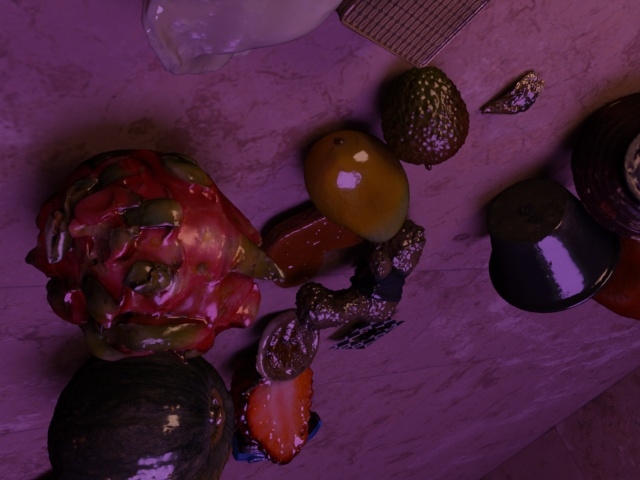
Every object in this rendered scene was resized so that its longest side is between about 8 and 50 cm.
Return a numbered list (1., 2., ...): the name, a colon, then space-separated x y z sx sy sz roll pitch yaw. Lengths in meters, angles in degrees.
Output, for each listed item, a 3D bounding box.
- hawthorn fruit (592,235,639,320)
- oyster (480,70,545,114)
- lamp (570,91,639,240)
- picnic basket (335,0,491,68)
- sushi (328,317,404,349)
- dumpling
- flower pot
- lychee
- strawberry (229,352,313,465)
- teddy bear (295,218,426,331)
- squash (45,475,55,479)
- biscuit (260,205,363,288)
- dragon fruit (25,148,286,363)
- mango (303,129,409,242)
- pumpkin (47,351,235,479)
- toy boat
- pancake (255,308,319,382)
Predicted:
1. hawthorn fruit: 0.671 0.044 1.509 0.287 0.287 0.330 -17 164 -16
2. oyster: 0.277 -0.200 1.030 0.093 0.034 0.051 -38 141 27
3. lamp: 0.526 -0.118 1.166 0.247 0.247 0.247 -19 149 -12
4. picnic basket: 0.085 -0.260 0.739 0.115 0.079 0.164 -43 146 26
5. sushi: 0.091 0.183 1.484 0.126 0.026 0.120 -39 150 29
6. dumpling: -0.055 -0.227 0.624 0.258 0.147 0.193 -44 176 -32
7. flower pot: 0.379 -0.011 1.253 0.235 0.235 0.148 -33 129 11
8. lychee: 0.133 -0.151 0.917 0.114 0.114 0.146 -21 130 -8
9. strawberry: -0.106 0.317 1.408 0.190 0.111 0.236 -27 118 -40
10. teddy bear: 0.078 0.071 1.187 0.251 0.129 0.182 -39 -169 -4
11. squash: -0.551 0.531 1.465 0.341 0.094 0.094 -30 150 7
12. biscuit: 0.000 0.000 1.119 0.192 0.036 0.186 -24 152 -5
13. dragon fruit: -0.190 0.027 0.831 0.237 0.231 0.303 -35 161 -8
14. mango: 0.054 -0.069 0.977 0.130 0.092 0.195 -33 131 -3
15. pumpkin: -0.273 0.310 1.143 0.257 0.291 0.328 -5 137 9
16. toy boat: -0.099 0.456 1.682 0.223 0.100 0.097 -13 138 -18
17. pancake: -0.059 0.195 1.322 0.151 0.025 0.152 -21 123 -36
